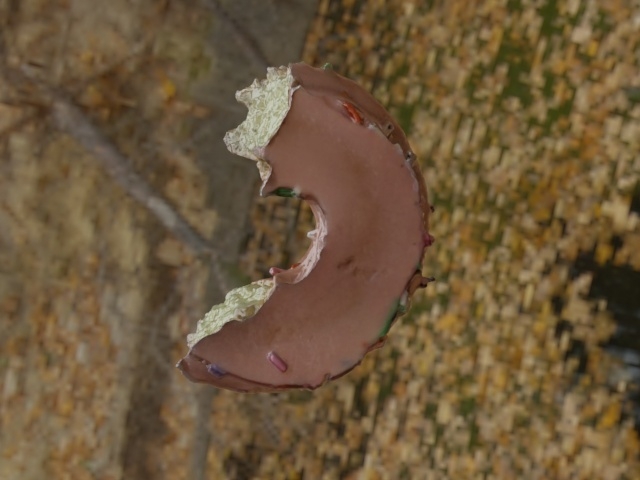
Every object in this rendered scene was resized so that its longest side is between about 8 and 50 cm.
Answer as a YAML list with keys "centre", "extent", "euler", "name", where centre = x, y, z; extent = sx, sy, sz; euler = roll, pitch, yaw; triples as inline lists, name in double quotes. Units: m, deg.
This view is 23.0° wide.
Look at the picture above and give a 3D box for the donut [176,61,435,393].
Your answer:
- centre: [0.000, 0.000, 0.778]
  extent: [0.166, 0.117, 0.065]
  euler: [-70, 19, 4]
  name: "donut"
